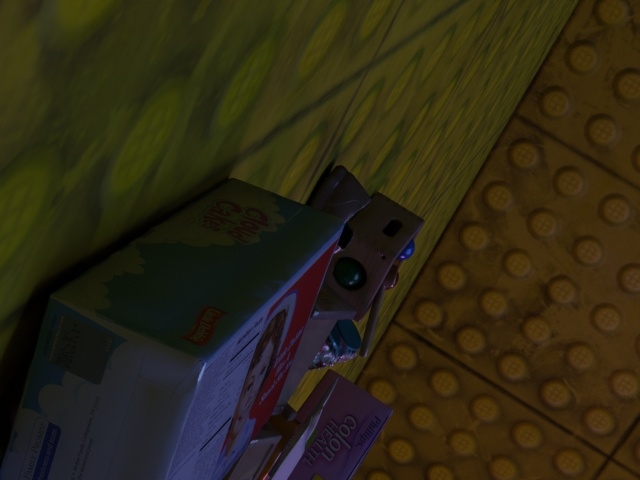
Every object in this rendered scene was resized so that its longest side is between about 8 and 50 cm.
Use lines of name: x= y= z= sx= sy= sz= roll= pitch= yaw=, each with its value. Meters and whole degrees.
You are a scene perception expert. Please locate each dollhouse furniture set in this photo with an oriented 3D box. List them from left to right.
dollhouse furniture set: x=-0.093 y=0.098 z=1.012 sx=0.161 sy=0.101 sz=0.182 roll=5 pitch=121 yaw=-54

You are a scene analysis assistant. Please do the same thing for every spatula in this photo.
spatula: x=-0.057 y=0.280 z=1.523 sx=0.242 sy=0.019 sz=0.168 roll=-58 pitch=-179 yaw=19

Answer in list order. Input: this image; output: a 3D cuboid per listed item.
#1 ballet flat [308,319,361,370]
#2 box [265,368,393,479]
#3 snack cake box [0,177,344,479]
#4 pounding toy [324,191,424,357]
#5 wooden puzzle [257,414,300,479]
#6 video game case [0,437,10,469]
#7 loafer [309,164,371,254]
ballet flat: x=-0.007 y=0.123 z=1.648 sx=0.077 sy=0.091 sz=0.241 roll=-28 pitch=171 yaw=8
box: x=-0.022 y=0.351 z=1.934 sx=0.213 sy=0.117 sz=0.243 roll=-51 pitch=171 yaw=-40
snack cake box: x=-0.080 y=0.071 z=0.767 sx=0.264 sy=0.089 sz=0.152 roll=-44 pitch=154 yaw=-68
pounding toy: x=0.061 y=0.041 z=1.591 sx=0.141 sy=0.100 sz=0.130 roll=-47 pitch=166 yaw=-55
wooden puzzle: x=-0.121 y=0.313 z=1.597 sx=0.322 sy=0.080 sz=0.348 roll=-56 pitch=172 yaw=-14
video game case: x=-0.220 y=0.176 z=0.638 sx=0.183 sy=0.023 sz=0.201 roll=-57 pitch=173 yaw=-7
loafer: x=0.000 y=0.000 z=1.228 sx=0.148 sy=0.050 sz=0.056 roll=-62 pitch=171 yaw=30
